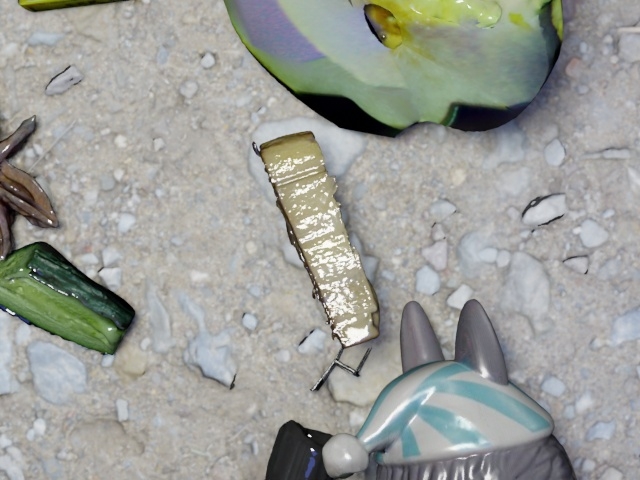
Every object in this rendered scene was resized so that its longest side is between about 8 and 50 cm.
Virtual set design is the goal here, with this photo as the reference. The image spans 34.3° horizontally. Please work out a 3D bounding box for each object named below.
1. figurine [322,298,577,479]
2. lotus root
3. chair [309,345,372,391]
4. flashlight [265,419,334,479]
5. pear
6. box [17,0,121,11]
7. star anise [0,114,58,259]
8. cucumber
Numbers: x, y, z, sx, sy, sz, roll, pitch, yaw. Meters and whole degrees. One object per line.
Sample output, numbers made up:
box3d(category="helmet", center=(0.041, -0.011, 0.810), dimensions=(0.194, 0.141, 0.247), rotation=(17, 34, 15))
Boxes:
box3d(category="figurine", center=(0.109, 0.263, 1.211), dimensions=(0.361, 0.266, 0.378), rotation=(-7, 64, -1))
box3d(category="lotus root", center=(0.000, 0.000, 1.205), dimensions=(0.074, 0.170, 0.261), rotation=(-21, 82, -4))
box3d(category="chair", center=(0.028, 0.160, 1.278), dimensions=(0.042, 0.037, 0.086), rotation=(34, 90, 11))
box3d(category="flashlight", center=(-0.070, 0.426, 1.267), dimensions=(0.103, 0.103, 0.424), rotation=(18, 94, 1))
box3d(category="pear", center=(0.092, -0.299, 1.128), dimensions=(0.399, 0.399, 0.165), rotation=(32, 58, 0))
box3d(category="box", center=(-0.301, -0.393, 1.243), dimensions=(0.141, 0.064, 0.220), rotation=(-5, 95, 1))
box3d(category="star anise", center=(-0.429, -0.075, 1.260), dimensions=(0.197, 0.073, 0.212), rotation=(-12, 90, -1))
box3d(category="cucumber", center=(-0.317, 0.062, 1.263), dimensions=(0.193, 0.086, 0.115), rotation=(34, 138, -2))
